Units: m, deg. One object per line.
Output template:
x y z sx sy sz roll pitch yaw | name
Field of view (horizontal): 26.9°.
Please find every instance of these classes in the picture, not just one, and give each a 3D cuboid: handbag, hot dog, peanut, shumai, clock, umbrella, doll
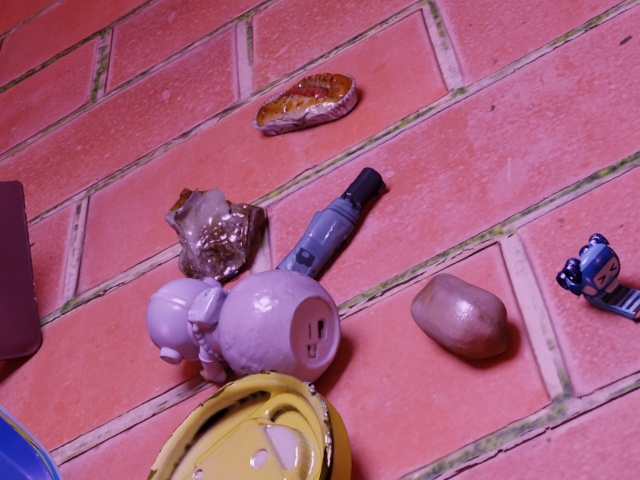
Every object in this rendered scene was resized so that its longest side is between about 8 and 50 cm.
-0.527 0.045 1.911 0.084 0.276 0.260 -11 -2 41 | handbag
-0.022 -0.210 2.037 0.192 0.053 0.099 -9 44 41 | hot dog
0.149 0.081 1.457 0.076 0.076 0.152 -43 34 -12 | peanut
-0.155 -0.019 1.845 0.145 0.116 0.146 -23 34 17 | shumai
-0.083 0.278 1.413 0.293 0.071 0.277 -41 38 14 | clock
-0.002 -0.001 1.731 0.052 0.053 0.250 8 54 50 | umbrella
-0.107 0.101 1.607 0.287 0.151 0.151 2 48 45 | doll

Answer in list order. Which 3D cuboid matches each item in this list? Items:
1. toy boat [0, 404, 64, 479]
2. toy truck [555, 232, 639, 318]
-0.375 0.304 1.651 0.295 0.088 0.129 25 99 49 | toy boat
0.294 0.044 1.375 0.056 0.090 0.073 -46 -12 -15 | toy truck
